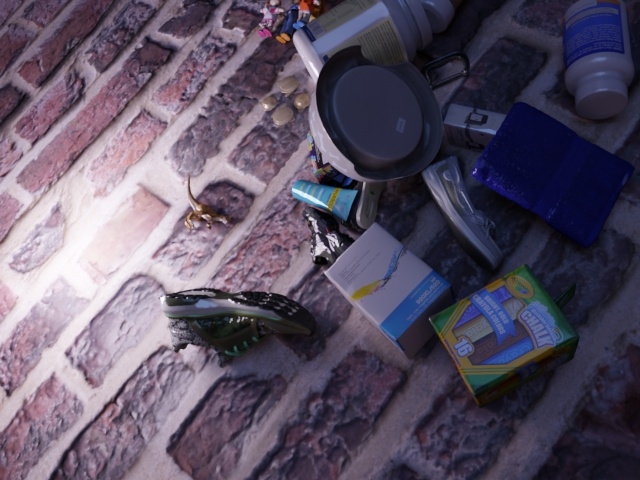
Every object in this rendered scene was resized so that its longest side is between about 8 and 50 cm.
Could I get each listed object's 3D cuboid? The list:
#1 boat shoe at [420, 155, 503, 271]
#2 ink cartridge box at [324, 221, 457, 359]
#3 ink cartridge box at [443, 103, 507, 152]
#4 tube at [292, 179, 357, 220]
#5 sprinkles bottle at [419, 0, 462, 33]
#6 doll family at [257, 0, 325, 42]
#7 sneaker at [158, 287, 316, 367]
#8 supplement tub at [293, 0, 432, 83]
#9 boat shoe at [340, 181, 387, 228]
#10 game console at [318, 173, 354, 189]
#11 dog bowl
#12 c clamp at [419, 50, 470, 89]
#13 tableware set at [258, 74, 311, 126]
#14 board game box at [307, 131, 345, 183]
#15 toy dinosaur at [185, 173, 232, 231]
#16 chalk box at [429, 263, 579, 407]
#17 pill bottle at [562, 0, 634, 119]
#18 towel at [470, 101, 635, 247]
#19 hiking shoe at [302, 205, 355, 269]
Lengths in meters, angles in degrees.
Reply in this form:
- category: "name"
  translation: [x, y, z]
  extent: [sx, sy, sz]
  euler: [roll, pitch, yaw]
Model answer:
- category: "boat shoe"
  translation: [0.341, -0.071, 1.382]
  extent: [0.103, 0.118, 0.321]
  euler: [-28, 52, 5]
- category: "ink cartridge box"
  translation: [0.161, 0.112, 1.325]
  extent: [0.168, 0.171, 0.232]
  euler: [-45, 60, -5]
- category: "ink cartridge box"
  translation: [0.388, -0.271, 1.460]
  extent: [0.150, 0.109, 0.063]
  euler: [20, 77, 27]
- category: "tube"
  translation: [0.010, -0.111, 1.521]
  extent: [0.207, 0.052, 0.080]
  euler: [21, 93, 45]
- category: "sprinkles bottle"
  translation: [0.390, -0.762, 1.685]
  extent: [0.121, 0.121, 0.356]
  euler: [26, 76, 28]
- category: "doll family"
  translation: [-0.070, -0.701, 1.844]
  extent: [0.262, 0.118, 0.163]
  euler: [9, 75, 43]
- category: "sneaker"
  translation: [-0.203, 0.222, 1.456]
  extent: [0.409, 0.158, 0.182]
  euler: [4, 98, 20]
- category: "supplement tub"
  translation: [0.114, -0.541, 1.612]
  extent: [0.324, 0.235, 0.236]
  euler: [-30, 60, 4]
- category: "boat shoe"
  translation: [0.114, -0.136, 1.514]
  extent: [0.079, 0.084, 0.233]
  euler: [-3, 59, 45]
- category: "game console"
  translation: [0.062, -0.193, 1.561]
  extent: [0.107, 0.071, 0.122]
  euler: [28, 77, 17]
- category: "dog bowl"
  translation: [0.129, -0.300, 1.456]
  extent: [0.348, 0.102, 0.349]
  euler: [7, 74, -23]
- category: "c clamp"
  translation: [0.339, -0.450, 1.616]
  extent: [0.160, 0.022, 0.137]
  euler: [-27, 55, 8]
- category: "tableware set"
  translation: [-0.102, -0.415, 1.758]
  extent: [0.141, 0.020, 0.169]
  euler: [-36, 58, -2]
- category: "board game box"
  translation: [0.041, -0.251, 1.577]
  extent: [0.141, 0.048, 0.170]
  euler: [-26, 47, 20]
- category: "toy dinosaur"
  translation: [-0.339, -0.085, 1.674]
  extent: [0.211, 0.064, 0.112]
  euler: [36, 63, 21]
- category: "chalk box"
  translation: [0.400, 0.184, 1.201]
  extent: [0.288, 0.180, 0.179]
  euler: [-30, 59, 6]
- category: "pill bottle"
  translation: [0.661, -0.433, 1.413]
  extent: [0.152, 0.152, 0.272]
  euler: [0, 66, 20]
- category: "towel"
  translation: [0.515, -0.150, 1.328]
  extent: [0.308, 0.076, 0.228]
  euler: [34, 76, 6]
- category: "hiking shoe"
  translation: [0.000, 0.000, 1.483]
  extent: [0.114, 0.086, 0.227]
  euler: [-56, 41, 15]
